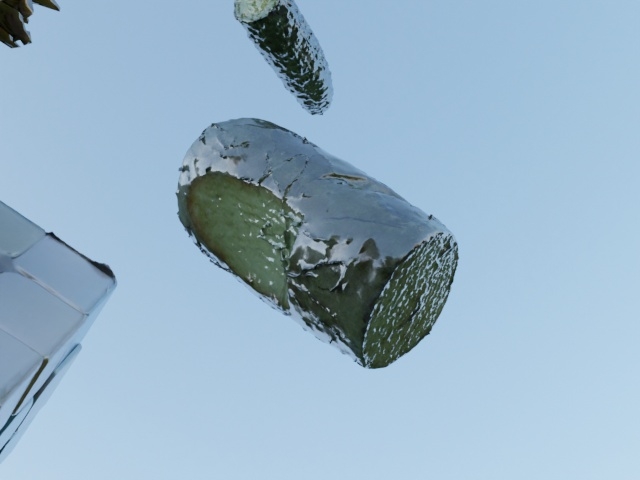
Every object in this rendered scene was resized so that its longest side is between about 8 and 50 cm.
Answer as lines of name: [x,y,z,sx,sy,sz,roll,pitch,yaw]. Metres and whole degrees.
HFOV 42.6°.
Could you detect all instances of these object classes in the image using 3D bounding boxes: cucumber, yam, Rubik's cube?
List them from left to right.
Rubik's cube: [-0.503,0.133,0.940,0.347,0.346,0.344,34,-72,-3]
cucumber: [-0.026,-0.216,0.987,0.068,0.067,0.293,-27,-20,7]
yam: [0.000,0.000,0.683,0.154,0.254,0.153,-24,-51,-34]

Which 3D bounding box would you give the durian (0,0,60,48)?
durian: [-0.236,-0.186,0.270,0.348,0.347,0.384,5,-23,-21]
